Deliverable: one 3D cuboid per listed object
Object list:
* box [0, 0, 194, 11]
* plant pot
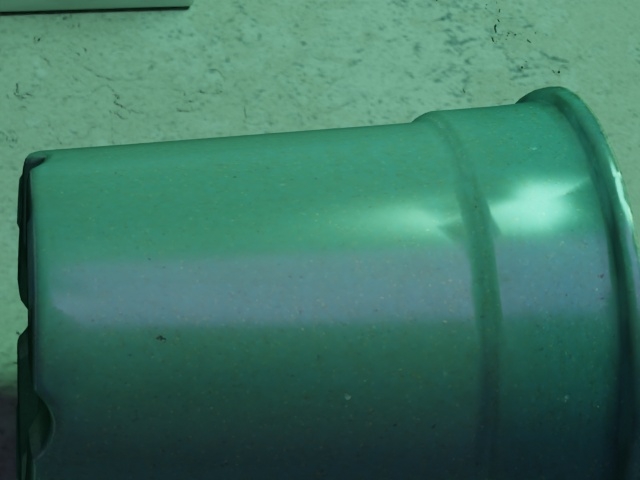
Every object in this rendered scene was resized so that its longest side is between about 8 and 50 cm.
[{"bbox_3d":[-0.261,-0.311,1.390,0.345,0.215,0.168,-5,53,-24],"label":"box"},{"bbox_3d":[-0.016,0.073,1.085,0.334,0.341,0.341,0,51,-12],"label":"plant pot"}]
